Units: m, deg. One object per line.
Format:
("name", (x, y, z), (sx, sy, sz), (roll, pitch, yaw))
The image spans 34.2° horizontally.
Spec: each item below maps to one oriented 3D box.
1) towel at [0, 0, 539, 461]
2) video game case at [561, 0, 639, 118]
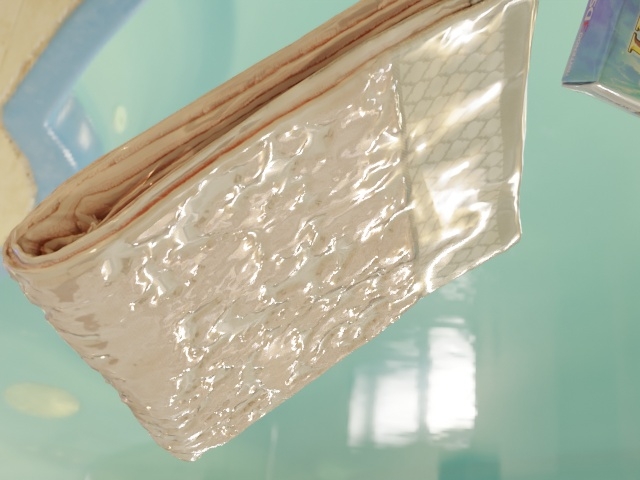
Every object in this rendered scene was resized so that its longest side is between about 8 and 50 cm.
("towel", (0.000, 0.000, 0.647), (0.317, 0.053, 0.332), (-33, 153, -10))
("video game case", (0.369, -0.225, 0.932), (0.244, 0.269, 0.061), (18, -179, -20))
